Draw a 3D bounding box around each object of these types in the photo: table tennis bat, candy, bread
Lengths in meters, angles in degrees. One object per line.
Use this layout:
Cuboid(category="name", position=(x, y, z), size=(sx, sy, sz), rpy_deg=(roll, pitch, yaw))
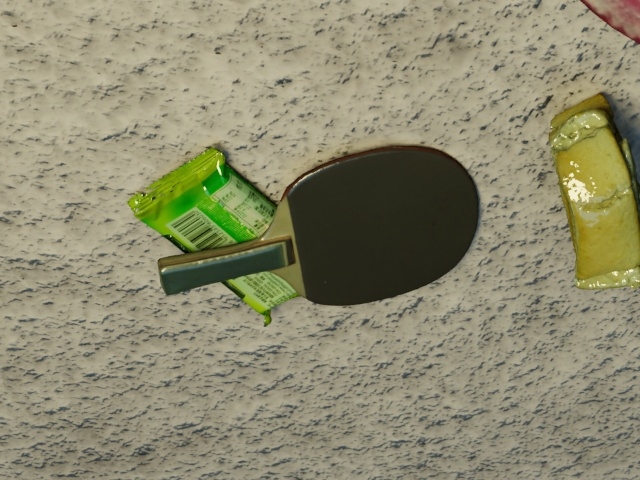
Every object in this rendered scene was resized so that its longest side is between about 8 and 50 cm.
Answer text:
Cuboid(category="table tennis bat", position=(0.000, 0.000, 1.176), size=(0.274, 0.021, 0.154), rpy_deg=(-13, 127, -5))
Cuboid(category="candy", position=(-0.067, -0.003, 1.198), size=(0.102, 0.032, 0.178), rpy_deg=(-35, 123, 24))
Cuboid(category="bread", position=(0.220, -0.036, 1.110), size=(0.064, 0.117, 0.156), rpy_deg=(-10, 132, 11))

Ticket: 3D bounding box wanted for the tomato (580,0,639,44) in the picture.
Cuboid(category="tomato", position=(0.283, -0.274, 0.861), size=(0.289, 0.176, 0.335), rpy_deg=(17, 134, 12))
